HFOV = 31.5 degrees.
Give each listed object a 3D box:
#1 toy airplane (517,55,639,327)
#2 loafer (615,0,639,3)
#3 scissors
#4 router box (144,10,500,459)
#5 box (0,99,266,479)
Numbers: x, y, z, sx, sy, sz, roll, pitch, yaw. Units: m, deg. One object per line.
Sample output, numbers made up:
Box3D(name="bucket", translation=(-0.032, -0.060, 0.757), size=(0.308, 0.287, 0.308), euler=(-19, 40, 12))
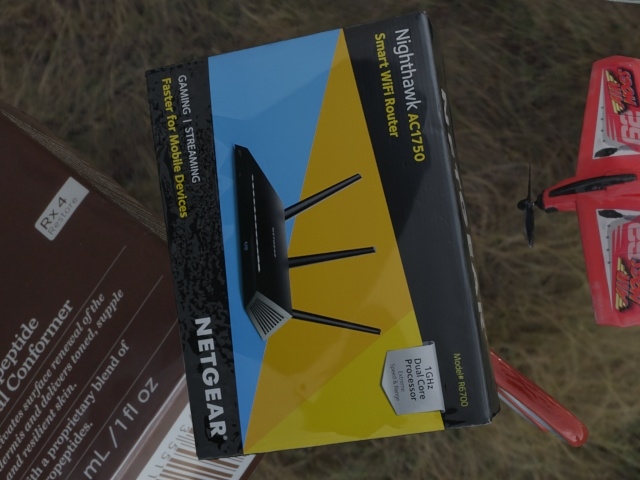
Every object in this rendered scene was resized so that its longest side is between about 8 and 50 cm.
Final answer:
Box3D(name="toy airplane", translation=(0.163, -0.027, 0.513), size=(0.151, 0.151, 0.028), euler=(-38, 138, 2))
Box3D(name="loafer", translation=(0.351, -0.229, 0.967), size=(0.111, 0.320, 0.112), euler=(-65, 152, -17))
Box3D(name="scissors", translation=(0.063, 0.044, 0.728), size=(0.297, 0.109, 0.021), euler=(40, 88, -19))
Box3D(name="router box", translation=(0.000, 0.000, 0.509), size=(0.133, 0.046, 0.178), euler=(-10, 85, 14))
Box3D(name="box", translation=(-0.196, 0.041, 0.810), size=(0.191, 0.381, 0.143), euler=(-56, 144, 0))
